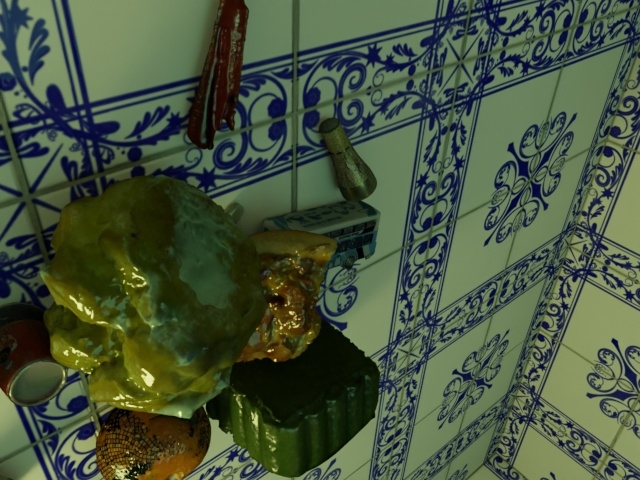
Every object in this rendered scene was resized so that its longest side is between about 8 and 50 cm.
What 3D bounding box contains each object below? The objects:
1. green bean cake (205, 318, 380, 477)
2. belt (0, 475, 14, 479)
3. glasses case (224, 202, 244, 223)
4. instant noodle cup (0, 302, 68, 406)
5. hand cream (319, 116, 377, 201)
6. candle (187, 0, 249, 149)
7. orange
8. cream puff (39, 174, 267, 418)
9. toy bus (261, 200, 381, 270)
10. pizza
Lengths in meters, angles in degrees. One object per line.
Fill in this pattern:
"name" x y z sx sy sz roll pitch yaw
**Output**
"green bean cake" -0.069 0.335 1.304 0.319 0.335 0.218 -19 122 -33
"belt" -0.604 0.499 1.015 0.200 0.128 0.124 -36 140 -20
"glasses case" -0.180 -0.036 1.135 0.083 0.021 0.032 -52 142 -3
"instant noodle cup" -0.461 0.183 0.913 0.127 0.135 0.127 -26 134 -31
"hand cream" 0.049 -0.173 1.237 0.084 0.084 0.203 -45 135 -12
"candle" -0.157 -0.287 0.935 0.084 0.059 0.302 -19 131 -49
"orange" -0.338 0.412 1.199 0.234 0.182 0.234 -35 152 -22
"cream puff" -0.275 0.091 0.922 0.275 0.379 0.378 -26 153 28
"toy bus" 0.000 0.000 1.290 0.297 0.106 0.131 -15 126 -42
"pizza" -0.128 0.128 1.145 0.408 0.114 0.278 -25 112 10
